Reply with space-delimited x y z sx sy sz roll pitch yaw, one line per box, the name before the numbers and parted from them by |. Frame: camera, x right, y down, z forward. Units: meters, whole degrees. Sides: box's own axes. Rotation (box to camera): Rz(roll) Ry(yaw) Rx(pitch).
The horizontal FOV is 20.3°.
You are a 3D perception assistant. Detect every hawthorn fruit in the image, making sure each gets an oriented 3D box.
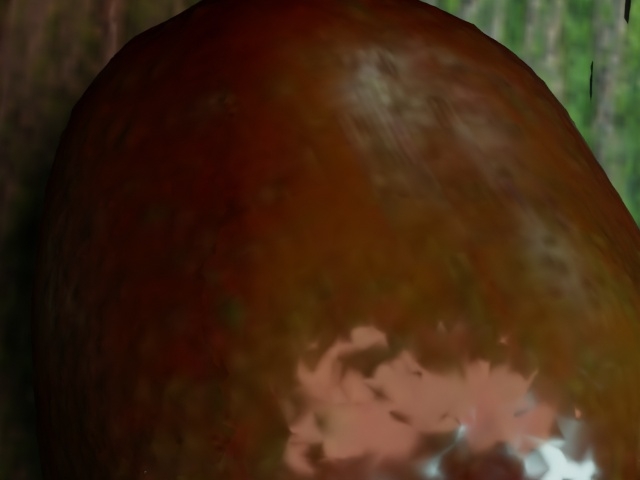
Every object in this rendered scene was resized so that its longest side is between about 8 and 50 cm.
hawthorn fruit | 0.000 0.000 0.423 0.162 0.162 0.203 -10 74 -26
